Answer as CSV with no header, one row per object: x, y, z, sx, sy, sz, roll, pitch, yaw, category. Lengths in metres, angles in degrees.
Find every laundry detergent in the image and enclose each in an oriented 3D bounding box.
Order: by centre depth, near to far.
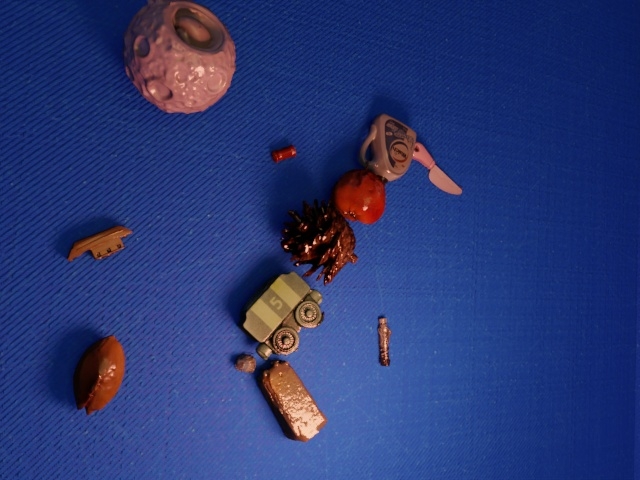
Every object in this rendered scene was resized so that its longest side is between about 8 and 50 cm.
0.249,-0.329,2.014,0.215,0.105,0.280,27,79,-23,laundry detergent

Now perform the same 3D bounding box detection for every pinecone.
-0.007,0.001,1.794,0.242,0.298,0.296,-36,97,16,pinecone

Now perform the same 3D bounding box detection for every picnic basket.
-0.253,0.421,1.773,0.083,0.083,0.065,24,67,-62,picnic basket

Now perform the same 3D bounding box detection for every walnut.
-0.658,0.401,1.539,0.137,0.137,0.245,16,82,-25,walnut

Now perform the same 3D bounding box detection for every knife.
0.481,-0.285,2.161,0.336,0.043,0.081,40,78,-22,knife

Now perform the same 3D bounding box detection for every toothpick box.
-0.134,-0.311,1.857,0.083,0.047,0.047,-23,98,-24,toothpick box

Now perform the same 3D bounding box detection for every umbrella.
0.252,0.397,2.027,0.050,0.046,0.188,-1,85,-19,umbrella

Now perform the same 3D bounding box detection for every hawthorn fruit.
0.152,-0.190,1.915,0.207,0.207,0.243,28,70,-23,hawthorn fruit

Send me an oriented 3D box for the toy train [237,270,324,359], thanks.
-0.138,0.257,1.786,0.238,0.167,0.299,46,69,-7,toy train

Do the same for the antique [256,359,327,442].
-0.111,0.552,1.807,0.125,0.150,0.284,-32,94,-27,antique

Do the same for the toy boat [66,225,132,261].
-0.674,0.016,1.582,0.200,0.057,0.077,-25,106,-24,toy boat

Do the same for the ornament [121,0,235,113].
-0.431,-0.552,1.575,0.337,0.337,0.337,1,88,-26,ornament
